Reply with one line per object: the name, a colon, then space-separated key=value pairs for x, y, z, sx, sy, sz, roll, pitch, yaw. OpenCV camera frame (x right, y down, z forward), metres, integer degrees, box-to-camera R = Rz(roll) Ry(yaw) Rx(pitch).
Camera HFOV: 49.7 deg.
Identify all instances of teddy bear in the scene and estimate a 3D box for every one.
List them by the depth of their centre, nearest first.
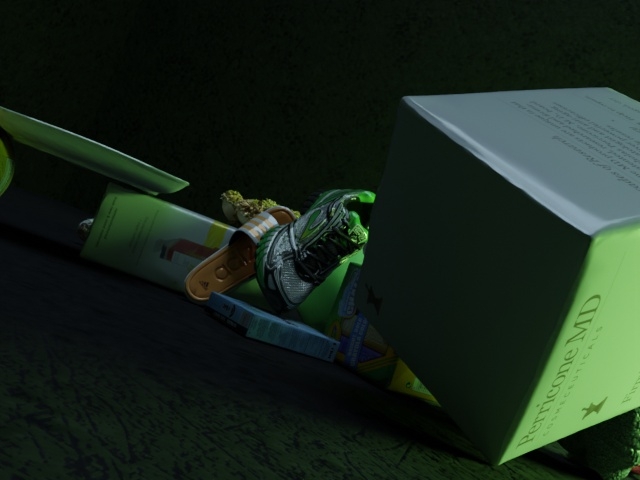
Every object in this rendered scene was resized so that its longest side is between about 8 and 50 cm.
teddy bear: x=-0.075 y=-0.033 z=1.596 sx=0.337 sy=0.113 sz=0.245 roll=25 pitch=-2 yaw=-18

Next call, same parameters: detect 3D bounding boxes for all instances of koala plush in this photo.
koala plush: x=0.371 y=0.240 z=1.040 sx=0.221 sy=0.196 sz=0.203 roll=24 pitch=8 yaw=16

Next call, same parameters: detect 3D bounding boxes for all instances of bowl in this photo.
bowl: x=0.072 y=0.123 z=1.508 sx=0.311 sy=0.163 sz=0.311 roll=-7 pitch=-17 yaw=-2

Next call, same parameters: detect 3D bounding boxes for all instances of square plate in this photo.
square plate: x=-0.440 y=-0.158 z=1.316 sx=0.347 sy=0.049 sz=0.344 roll=22 pitch=-2 yaw=-19

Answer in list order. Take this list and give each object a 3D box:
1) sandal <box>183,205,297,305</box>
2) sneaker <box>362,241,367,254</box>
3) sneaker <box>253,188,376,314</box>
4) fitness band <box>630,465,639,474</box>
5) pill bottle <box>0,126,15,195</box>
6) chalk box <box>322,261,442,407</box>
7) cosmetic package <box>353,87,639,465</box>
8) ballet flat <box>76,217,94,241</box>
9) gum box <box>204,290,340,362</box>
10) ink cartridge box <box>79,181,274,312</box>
sandal: x=-0.136 y=0.027 z=1.289 sx=0.102 sy=0.265 sz=0.076 roll=49 pitch=-23 yaw=2
sneaker: x=0.153 y=0.038 z=1.162 sx=0.192 sy=0.064 sz=0.086 roll=18 pitch=3 yaw=40
sneaker: x=0.000 y=0.000 z=1.268 sx=0.146 sy=0.344 sz=0.134 roll=-9 pitch=-58 yaw=39
fitness band: x=0.683 y=0.442 z=1.224 sx=0.290 sy=0.054 sz=0.209 roll=23 pitch=-6 yaw=-17
pill bottle: x=-0.625 y=-0.142 z=1.157 sx=0.187 sy=0.188 sz=0.334 roll=22 pitch=-3 yaw=-12
chalk box: x=0.128 y=0.156 z=1.228 sx=0.180 sy=0.179 sz=0.289 roll=23 pitch=-3 yaw=-31
cosmetic package: x=0.309 y=0.015 z=0.903 sx=0.393 sy=0.330 sz=0.327 roll=-10 pitch=38 yaw=-29
ballet flat: x=-0.464 y=0.007 z=1.657 sx=0.241 sy=0.091 sz=0.077 roll=19 pitch=22 yaw=-49
gum box: x=-0.083 y=0.146 z=1.178 sx=0.184 sy=0.041 sz=0.157 roll=24 pitch=-4 yaw=-35
ink cartridge box: x=-0.273 y=0.023 z=1.455 sx=0.384 sy=0.161 sz=0.279 roll=22 pitch=-3 yaw=-10
